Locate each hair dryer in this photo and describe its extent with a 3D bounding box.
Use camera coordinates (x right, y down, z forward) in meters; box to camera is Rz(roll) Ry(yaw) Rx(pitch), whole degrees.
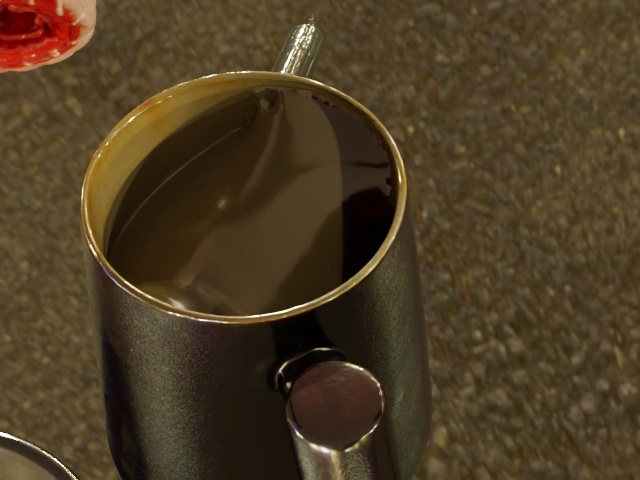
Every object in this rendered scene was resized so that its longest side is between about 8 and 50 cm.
[{"bbox_3d":[-0.029,-0.092,1.158,0.070,0.128,0.255,9,38,10],"label":"hair dryer"}]

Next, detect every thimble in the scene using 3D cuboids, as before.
[{"bbox_3d":[-0.303,-0.241,1.399,0.189,0.163,0.125,-8,69,-4],"label":"thimble"}]

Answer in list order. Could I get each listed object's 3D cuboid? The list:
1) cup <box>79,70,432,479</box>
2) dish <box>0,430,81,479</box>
[{"bbox_3d":[-0.002,0.051,0.688,0.239,0.177,0.166,37,61,27],"label":"cup"},{"bbox_3d":[-0.294,0.272,1.104,0.303,0.120,0.303,1,41,-1],"label":"dish"}]
